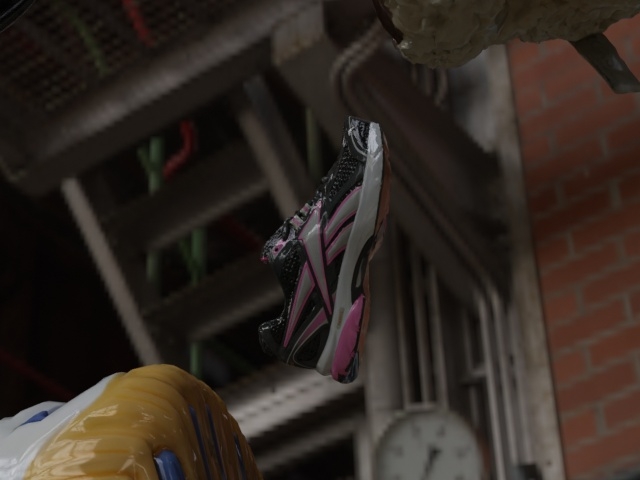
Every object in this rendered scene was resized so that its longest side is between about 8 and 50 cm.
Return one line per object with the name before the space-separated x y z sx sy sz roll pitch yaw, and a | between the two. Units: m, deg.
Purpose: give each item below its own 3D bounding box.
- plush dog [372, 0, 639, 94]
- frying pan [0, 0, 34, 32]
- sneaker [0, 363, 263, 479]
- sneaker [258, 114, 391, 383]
plush dog | 0.150 -0.228 0.996 0.210 0.262 0.225 14 -40 0
frying pan | -0.161 -0.239 0.959 0.053 0.326 0.197 15 -34 33
sneaker | -0.057 0.116 0.438 0.131 0.112 0.296 -17 -30 4
sneaker | 0.000 0.000 1.212 0.077 0.178 0.072 10 -11 6
